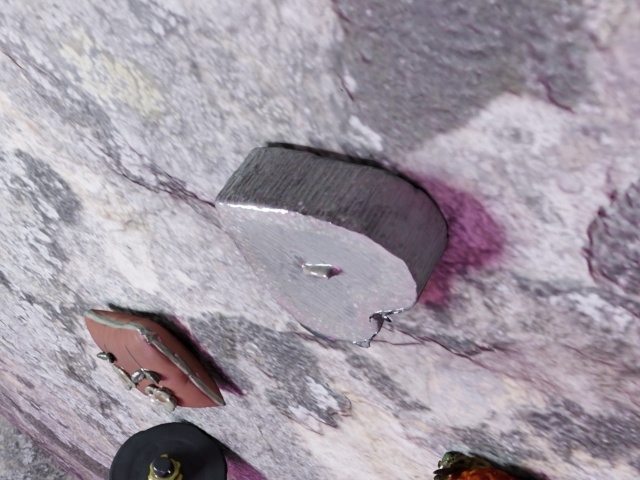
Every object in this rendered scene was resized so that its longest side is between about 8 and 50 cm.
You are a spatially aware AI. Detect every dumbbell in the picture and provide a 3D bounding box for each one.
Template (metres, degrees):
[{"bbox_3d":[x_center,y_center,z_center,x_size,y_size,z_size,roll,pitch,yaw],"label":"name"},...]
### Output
[{"bbox_3d":[-0.235,0.433,1.550,0.185,0.185,0.388,29,152,16],"label":"dumbbell"}]

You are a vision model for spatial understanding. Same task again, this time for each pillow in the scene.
[{"bbox_3d":[-0.228,0.162,1.233,0.179,0.075,0.171,4,138,49],"label":"pillow"}]

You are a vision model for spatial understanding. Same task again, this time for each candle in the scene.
[{"bbox_3d":[0.000,0.000,0.717,0.169,0.068,0.192,36,151,-4],"label":"candle"}]

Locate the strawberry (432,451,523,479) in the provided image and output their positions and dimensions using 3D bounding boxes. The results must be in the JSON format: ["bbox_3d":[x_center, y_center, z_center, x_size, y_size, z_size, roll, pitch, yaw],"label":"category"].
[{"bbox_3d":[0.198,0.314,0.923,0.236,0.106,0.175,31,153,11],"label":"strawberry"}]
